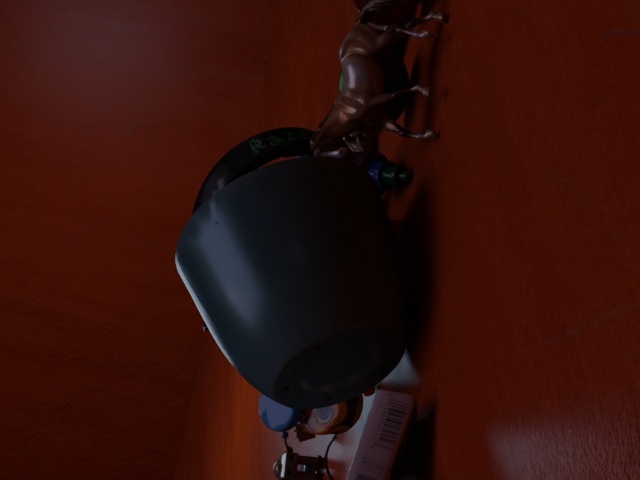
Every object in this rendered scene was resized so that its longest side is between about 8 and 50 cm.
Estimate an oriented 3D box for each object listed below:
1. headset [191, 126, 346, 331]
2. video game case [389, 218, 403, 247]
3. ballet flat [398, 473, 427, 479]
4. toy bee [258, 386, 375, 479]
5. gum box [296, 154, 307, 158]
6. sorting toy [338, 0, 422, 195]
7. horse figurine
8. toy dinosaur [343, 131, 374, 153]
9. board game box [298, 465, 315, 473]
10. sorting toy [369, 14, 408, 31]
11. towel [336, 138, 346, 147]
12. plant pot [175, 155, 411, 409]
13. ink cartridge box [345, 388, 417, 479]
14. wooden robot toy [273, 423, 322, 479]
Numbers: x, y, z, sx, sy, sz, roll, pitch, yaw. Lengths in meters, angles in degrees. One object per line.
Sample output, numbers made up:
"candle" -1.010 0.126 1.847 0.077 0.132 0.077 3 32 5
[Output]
"headset" -0.093 -0.001 1.970 0.185 0.243 0.394 48 136 43
"video game case" 0.078 0.071 1.910 0.173 0.022 0.190 156 123 -78
"ballet flat" 0.086 0.361 1.489 0.074 0.074 0.203 167 110 -79
"toy bee" 0.004 0.220 1.900 0.162 0.298 0.195 -44 -8 28
"gum box" -0.038 -0.067 2.351 0.184 0.041 0.157 -87 11 -57
"sorting toy" 0.112 -0.241 1.859 0.126 0.127 0.365 7 91 50
"horse figurine" 0.078 -0.227 1.782 0.066 0.174 0.263 26 -116 -56
"toy dinosaur" 0.067 -0.153 2.097 0.112 0.064 0.211 61 -174 -25
"board game box" -0.028 0.420 2.188 0.090 0.020 0.090 115 162 -55
"sorting toy" 0.102 -0.322 2.087 0.208 0.038 0.193 -91 13 -62
"towel" 0.000 0.000 2.232 0.370 0.040 0.271 -89 11 -66
"plant pot" -0.016 0.076 1.726 0.293 0.293 0.235 110 144 -48
"ink cartridge box" 0.070 0.304 1.610 0.224 0.056 0.181 77 -150 -60
"wooden robot toy" -0.045 0.378 2.139 0.079 0.076 0.173 144 136 -65
